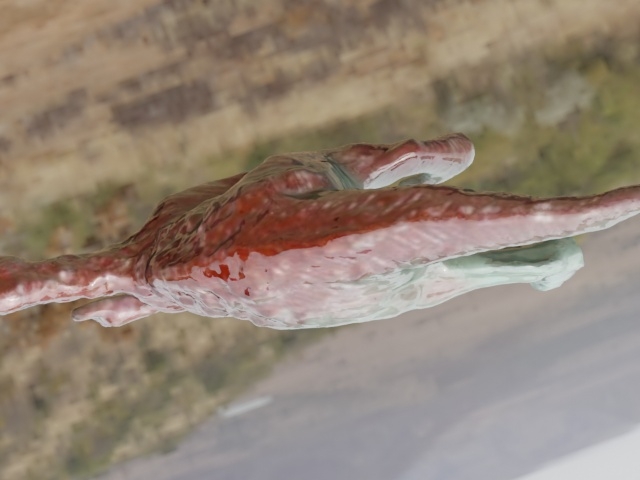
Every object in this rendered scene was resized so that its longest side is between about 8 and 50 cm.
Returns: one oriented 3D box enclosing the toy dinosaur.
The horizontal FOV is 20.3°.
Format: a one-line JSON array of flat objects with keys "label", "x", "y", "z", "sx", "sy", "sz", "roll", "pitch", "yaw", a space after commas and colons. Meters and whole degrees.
[{"label": "toy dinosaur", "x": 0.000, "y": 0.000, "z": 0.518, "sx": 0.167, "sy": 0.053, "sz": 0.242, "roll": -11, "pitch": -174, "yaw": -36}]
